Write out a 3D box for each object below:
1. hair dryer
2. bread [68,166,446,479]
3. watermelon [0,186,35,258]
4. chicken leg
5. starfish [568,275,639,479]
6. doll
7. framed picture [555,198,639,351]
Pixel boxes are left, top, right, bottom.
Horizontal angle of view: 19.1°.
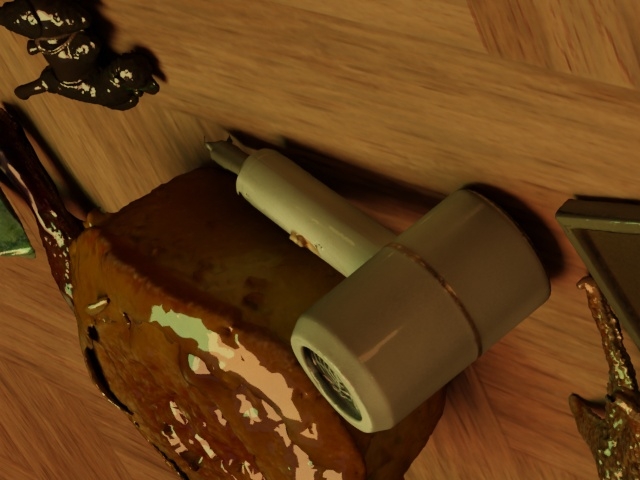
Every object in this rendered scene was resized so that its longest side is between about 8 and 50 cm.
[{"bbox_3d":[0.000,0.000,1.464,0.357,0.173,0.107,36,157,46],"label":"hair dryer"},{"bbox_3d":[-0.052,0.100,1.628,0.358,0.204,0.337,31,157,32],"label":"bread"},{"bbox_3d":[-0.338,-0.027,1.959,0.094,0.081,0.180,33,-164,-34],"label":"watermelon"},{"bbox_3d":[-0.208,0.038,1.897,0.407,0.096,0.158,47,151,-4],"label":"chicken leg"},{"bbox_3d":[0.220,0.146,1.371,0.295,0.048,0.231,-103,3,-65],"label":"starfish"},{"bbox_3d":[-0.212,-0.164,1.609,0.165,0.057,0.139,14,143,33],"label":"doll"},{"bbox_3d":[0.328,0.076,1.223,0.335,0.022,0.247,6,138,53],"label":"framed picture"}]
